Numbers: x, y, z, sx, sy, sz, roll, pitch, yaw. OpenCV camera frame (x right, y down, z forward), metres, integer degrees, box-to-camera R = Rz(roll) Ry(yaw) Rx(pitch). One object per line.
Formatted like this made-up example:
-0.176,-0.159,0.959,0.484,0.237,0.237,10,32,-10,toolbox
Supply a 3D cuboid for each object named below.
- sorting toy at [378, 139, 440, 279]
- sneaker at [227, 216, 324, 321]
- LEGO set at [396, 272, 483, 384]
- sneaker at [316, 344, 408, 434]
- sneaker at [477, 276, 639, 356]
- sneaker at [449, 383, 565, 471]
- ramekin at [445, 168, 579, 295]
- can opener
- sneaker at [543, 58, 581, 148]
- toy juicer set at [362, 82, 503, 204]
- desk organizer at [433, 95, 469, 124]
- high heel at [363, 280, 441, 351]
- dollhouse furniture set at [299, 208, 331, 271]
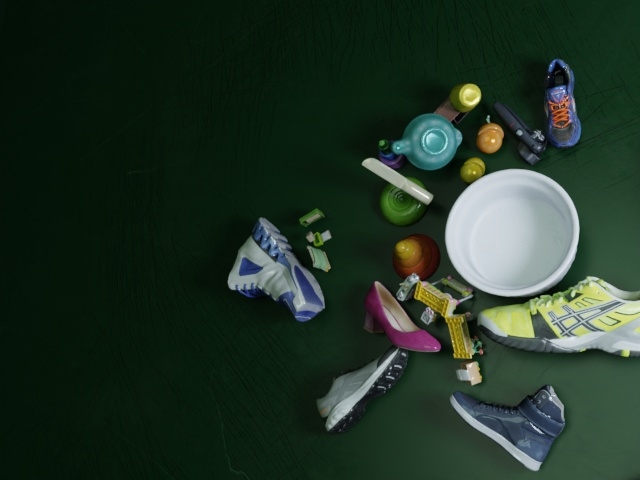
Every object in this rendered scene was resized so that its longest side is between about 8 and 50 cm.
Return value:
0.188,-0.088,1.612,0.127,0.126,0.366,-17,70,22,sorting toy
-0.131,0.108,1.729,0.182,0.127,0.315,-44,55,14,sneaker
0.306,0.177,1.516,0.287,0.107,0.132,53,136,23,LEGO set
0.093,0.329,1.562,0.271,0.100,0.108,-45,56,9,sneaker
0.515,0.145,1.357,0.384,0.145,0.147,-2,99,16,sneaker
0.398,0.345,1.399,0.226,0.086,0.163,34,103,20,sneaker
0.425,-0.005,1.464,0.277,0.135,0.277,-7,74,24,ramekin
0.459,-0.261,1.556,0.073,0.059,0.186,-45,58,26,can opener
0.539,-0.312,1.518,0.083,0.087,0.221,-10,72,25,sneaker
0.284,-0.205,1.596,0.329,0.089,0.209,-38,97,1,toy juicer set
0.303,-0.295,1.655,0.130,0.047,0.050,-46,66,10,desk organizer
0.188,0.175,1.530,0.244,0.082,0.117,19,103,57,high heel
0.000,0.000,1.709,0.058,0.076,0.152,-28,65,18,dollhouse furniture set
